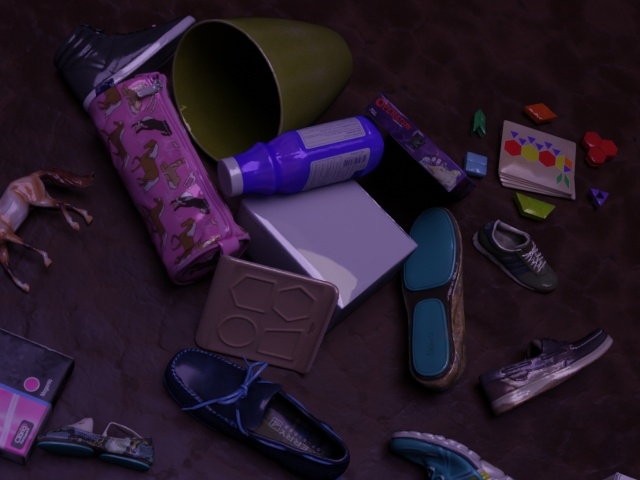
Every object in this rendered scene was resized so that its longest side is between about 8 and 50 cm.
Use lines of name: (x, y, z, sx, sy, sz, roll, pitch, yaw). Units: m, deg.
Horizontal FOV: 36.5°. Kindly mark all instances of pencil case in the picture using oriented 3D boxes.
pencil case: (-0.266, -0.110, 1.705, 0.160, 0.167, 0.386, -26, 75, -7)

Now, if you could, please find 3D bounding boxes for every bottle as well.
bottle: (-0.034, -0.136, 1.653, 0.282, 0.118, 0.092, -16, 68, -22)

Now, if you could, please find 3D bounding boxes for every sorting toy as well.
sorting toy: (-0.092, 0.124, 1.644, 0.208, 0.193, 0.038, 17, 29, -6)

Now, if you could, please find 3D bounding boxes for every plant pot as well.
plant pot: (-0.081, -0.308, 1.836, 0.275, 0.275, 0.293, 50, 45, 11)

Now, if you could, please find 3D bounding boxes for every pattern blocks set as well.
pattern blocks set: (0.458, -0.166, 2.037, 0.324, 0.026, 0.285, 24, 59, -4)

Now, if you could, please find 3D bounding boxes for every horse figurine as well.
horse figurine: (-0.505, -0.039, 1.660, 0.174, 0.066, 0.263, 37, 62, -3)

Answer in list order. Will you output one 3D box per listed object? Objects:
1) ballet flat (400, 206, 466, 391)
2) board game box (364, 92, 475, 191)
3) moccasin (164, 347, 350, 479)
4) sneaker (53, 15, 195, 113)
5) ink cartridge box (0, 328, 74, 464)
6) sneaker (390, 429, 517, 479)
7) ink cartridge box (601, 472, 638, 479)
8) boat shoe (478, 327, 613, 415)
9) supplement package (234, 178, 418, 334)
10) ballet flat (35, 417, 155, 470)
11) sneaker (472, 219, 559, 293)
ballet flat: (0.214, 0.111, 1.776, 0.123, 0.123, 0.349, 9, 63, -12)
board game box: (0.195, -0.167, 1.802, 0.056, 0.347, 0.208, -42, 83, 9)
moccasin: (-0.093, 0.269, 1.596, 0.342, 0.117, 0.138, 28, 59, -2)
sneaker: (-0.378, -0.378, 1.845, 0.147, 0.104, 0.296, 46, 65, 3)
ink cartridge box: (-0.593, 0.198, 1.515, 0.371, 0.069, 0.176, 22, 60, -2)
sneaker: (0.234, 0.410, 1.637, 0.275, 0.107, 0.110, 33, 69, 1)
ink cartridge box: (0.500, 0.477, 1.611, 0.158, 0.218, 0.092, 21, 60, -6)
boat shoe: (0.415, 0.222, 1.786, 0.285, 0.103, 0.092, -27, 79, -20)
supplement package: (0.000, 0.000, 1.746, 0.204, 0.145, 0.262, -38, 79, -29)
ballet flat: (-0.350, 0.313, 1.522, 0.188, 0.070, 0.070, 20, 59, -24)
sneaker: (0.391, 0.028, 1.883, 0.192, 0.086, 0.064, 35, 59, 2)
